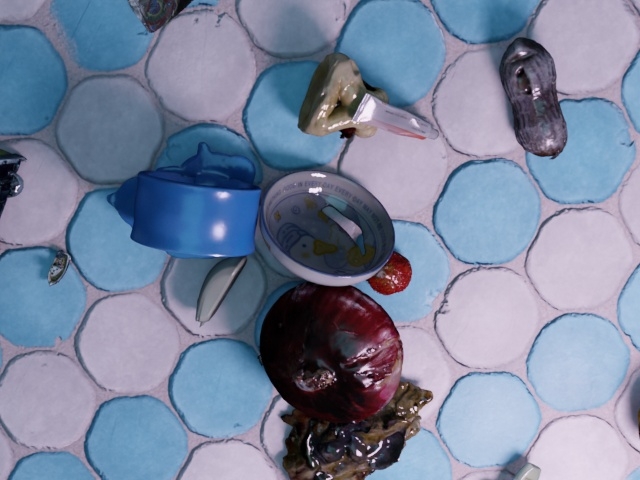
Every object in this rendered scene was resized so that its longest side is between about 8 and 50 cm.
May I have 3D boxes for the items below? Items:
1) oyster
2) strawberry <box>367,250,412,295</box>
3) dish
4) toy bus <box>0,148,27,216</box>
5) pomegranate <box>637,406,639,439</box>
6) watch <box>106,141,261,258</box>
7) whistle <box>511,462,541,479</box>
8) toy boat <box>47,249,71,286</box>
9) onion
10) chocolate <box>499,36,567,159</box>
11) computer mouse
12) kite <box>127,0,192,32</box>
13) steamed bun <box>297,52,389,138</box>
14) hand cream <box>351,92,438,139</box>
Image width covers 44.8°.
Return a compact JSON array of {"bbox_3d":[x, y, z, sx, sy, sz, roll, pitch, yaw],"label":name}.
[{"bbox_3d":[0.088,0.437,1.667,0.361,0.096,0.221,-20,105,6],"label":"oyster"},{"bbox_3d":[0.141,0.067,1.604,0.106,0.106,0.106,0,99,0],"label":"strawberry"},{"bbox_3d":[0.000,0.000,1.554,0.273,0.273,0.134,22,138,-3],"label":"dish"},{"bbox_3d":[-0.741,-0.056,1.559,0.190,0.152,0.312,23,98,-4],"label":"toy bus"},{"bbox_3d":[0.765,0.380,1.610,0.196,0.196,0.196,0,99,0],"label":"pomegranate"},{"bbox_3d":[-0.270,-0.068,1.493,0.305,0.274,0.241,5,99,-5],"label":"watch"},{"bbox_3d":[0.401,0.594,1.686,0.101,0.106,0.253,23,100,-45],"label":"whistle"},{"bbox_3d":[-0.553,0.060,1.635,0.038,0.038,0.083,25,97,-4],"label":"toy boat"},{"bbox_3d":[0.011,0.234,1.551,0.314,0.232,0.314,15,123,25],"label":"onion"},{"bbox_3d":[0.424,-0.282,1.544,0.110,0.110,0.248,-14,102,2],"label":"chocolate"},{"bbox_3d":[-0.218,0.099,1.616,0.056,0.089,0.182,33,100,6],"label":"computer mouse"},{"bbox_3d":[-0.260,-0.541,1.548,0.285,0.015,0.152,-25,98,4],"label":"kite"},{"bbox_3d":[0.055,-0.270,1.540,0.155,0.141,0.172,20,102,-16],"label":"steamed bun"},{"bbox_3d":[0.153,-0.233,1.531,0.216,0.038,0.052,13,85,-38],"label":"hand cream"}]
